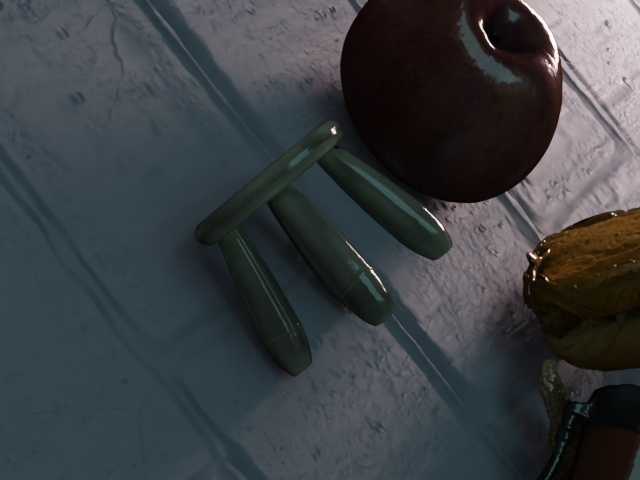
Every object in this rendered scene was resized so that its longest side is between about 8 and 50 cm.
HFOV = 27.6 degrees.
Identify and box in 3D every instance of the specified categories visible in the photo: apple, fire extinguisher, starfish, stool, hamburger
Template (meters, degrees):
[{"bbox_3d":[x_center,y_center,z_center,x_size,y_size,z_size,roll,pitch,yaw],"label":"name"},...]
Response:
[{"bbox_3d":[0.175,-0.203,1.647,0.306,0.235,0.305,20,52,-28],"label":"apple"},{"bbox_3d":[0.275,0.337,1.433,0.200,0.113,0.376,12,61,19],"label":"fire extinguisher"},{"bbox_3d":[0.334,0.297,1.560,0.299,0.060,0.302,41,56,-19],"label":"starfish"},{"bbox_3d":[0.000,0.000,1.393,0.198,0.195,0.195,49,43,-4],"label":"stool"},{"bbox_3d":[0.400,0.050,1.638,0.319,0.319,0.158,-31,112,-47],"label":"hamburger"}]
